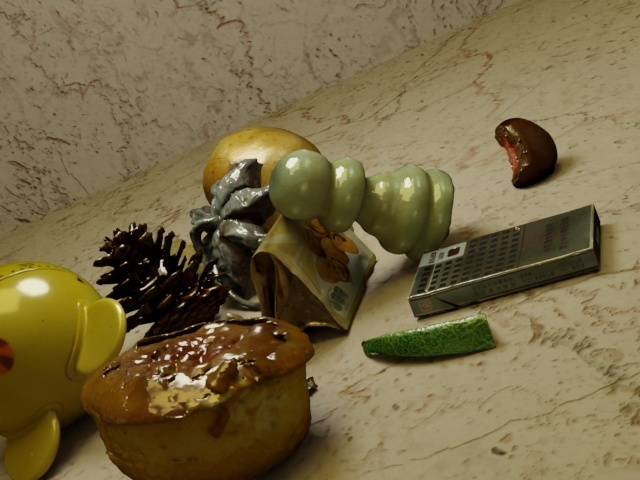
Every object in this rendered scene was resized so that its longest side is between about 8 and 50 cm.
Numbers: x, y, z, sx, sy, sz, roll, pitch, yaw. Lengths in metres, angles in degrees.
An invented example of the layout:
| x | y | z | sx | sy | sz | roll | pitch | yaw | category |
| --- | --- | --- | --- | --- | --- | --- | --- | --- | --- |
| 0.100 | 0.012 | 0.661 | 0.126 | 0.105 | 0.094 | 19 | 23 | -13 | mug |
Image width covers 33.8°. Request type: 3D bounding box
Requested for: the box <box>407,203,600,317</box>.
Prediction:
| x | y | z | sx | sy | sz | roll | pitch | yaw | category |
| --- | --- | --- | --- | --- | --- | --- | --- | --- | --- |
| 0.318 | 0.034 | 1.818 | 0.325 | 0.047 | 0.180 | -18 | 20 | 23 | box |

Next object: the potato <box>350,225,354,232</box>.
| x | y | z | sx | sy | sz | roll | pitch | yaw | category |
| --- | --- | --- | --- | --- | --- | --- | --- | --- | --- |
| 0.003 | 0.000 | 2.222 | 0.147 | 0.112 | 0.112 | -24 | 18 | -18 | potato |

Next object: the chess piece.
| x | y | z | sx | sy | sz | roll | pitch | yaw | category |
| --- | --- | --- | --- | --- | --- | --- | --- | --- | --- |
| 0.067 | -0.081 | 1.976 | 0.330 | 0.182 | 0.182 | 13 | 10 | -17 | chess piece |

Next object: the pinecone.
| x | y | z | sx | sy | sz | roll | pitch | yaw | category |
| --- | --- | --- | --- | --- | --- | --- | --- | --- | --- |
| -0.333 | 0.082 | 2.141 | 0.246 | 0.292 | 0.246 | -45 | -9 | -10 | pinecone |

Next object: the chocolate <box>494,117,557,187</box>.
| x | y | z | sx | sy | sz | roll | pitch | yaw | category |
| --- | --- | --- | --- | --- | --- | --- | --- | --- | --- |
| 0.413 | -0.188 | 2.155 | 0.124 | 0.133 | 0.127 | 4 | 37 | 49 | chocolate |

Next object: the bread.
| x | y | z | sx | sy | sz | roll | pitch | yaw | category |
| --- | --- | --- | --- | --- | --- | --- | --- | --- | --- |
| -0.173 | 0.244 | 1.607 | 0.337 | 0.204 | 0.358 | -24 | 14 | -30 | bread |

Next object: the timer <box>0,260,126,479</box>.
| x | y | z | sx | sy | sz | roll | pitch | yaw | category |
| --- | --- | --- | --- | --- | --- | --- | --- | --- | --- |
| -0.531 | 0.228 | 1.991 | 0.376 | 0.376 | 0.387 | -34 | 44 | -24 | timer |

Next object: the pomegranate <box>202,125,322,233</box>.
| x | y | z | sx | sy | sz | roll | pitch | yaw | category |
| --- | --- | --- | --- | --- | --- | --- | --- | --- | --- |
| -0.134 | -0.142 | 2.483 | 0.307 | 0.307 | 0.307 | -23 | 19 | 8 | pomegranate |

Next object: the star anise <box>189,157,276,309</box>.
| x | y | z | sx | sy | sz | roll | pitch | yaw | category |
| --- | --- | --- | --- | --- | --- | --- | --- | --- | --- |
| -0.182 | -0.027 | 2.246 | 0.139 | 0.315 | 0.359 | 11 | 0 | -42 | star anise |

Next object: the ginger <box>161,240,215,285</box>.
| x | y | z | sx | sy | sz | roll | pitch | yaw | category |
| --- | --- | --- | --- | --- | --- | --- | --- | --- | --- |
| -0.318 | 0.076 | 2.375 | 0.138 | 0.152 | 0.267 | 13 | -4 | -26 | ginger |

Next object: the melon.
| x | y | z | sx | sy | sz | roll | pitch | yaw | category |
| --- | --- | --- | --- | --- | --- | --- | --- | --- | --- |
| 0.169 | 0.149 | 1.706 | 0.262 | 0.053 | 0.114 | -12 | 16 | 33 | melon |

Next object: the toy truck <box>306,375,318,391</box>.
| x | y | z | sx | sy | sz | roll | pitch | yaw | category |
| --- | --- | --- | --- | --- | --- | --- | --- | --- | --- |
| -0.046 | 0.251 | 1.739 | 0.083 | 0.024 | 0.032 | -27 | -3 | -9 | toy truck |

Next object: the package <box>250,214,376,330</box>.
| x | y | z | sx | sy | sz | roll | pitch | yaw | category |
| --- | --- | --- | --- | --- | --- | --- | --- | --- | --- |
| -0.044 | 0.067 | 2.013 | 0.165 | 0.221 | 0.311 | -40 | 11 | 25 | package |
